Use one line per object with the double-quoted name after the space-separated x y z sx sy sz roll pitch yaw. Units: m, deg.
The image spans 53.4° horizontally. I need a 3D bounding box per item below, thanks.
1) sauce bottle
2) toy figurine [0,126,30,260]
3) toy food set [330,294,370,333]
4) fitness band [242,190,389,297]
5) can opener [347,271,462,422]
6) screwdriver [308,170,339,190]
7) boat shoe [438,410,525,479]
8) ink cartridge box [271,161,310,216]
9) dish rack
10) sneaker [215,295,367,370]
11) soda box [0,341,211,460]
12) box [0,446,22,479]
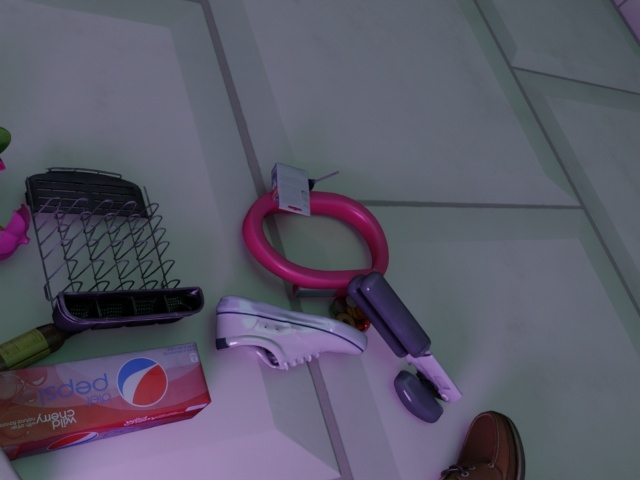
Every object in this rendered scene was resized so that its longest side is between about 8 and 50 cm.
-0.365 0.134 0.822 0.042 0.042 0.128 53 40 7 "sauce bottle"
-0.463 -0.043 0.840 0.173 0.130 0.159 -27 87 -20 "toy figurine"
0.054 0.128 1.123 0.083 0.020 0.082 2 60 -33 "toy food set"
0.000 0.000 1.137 0.291 0.054 0.209 1 54 -34 "fitness band"
0.134 0.185 1.067 0.283 0.076 0.095 52 58 -14 "can opener"
-0.005 -0.111 1.148 0.024 0.170 0.025 -3 82 -25 "screwdriver"
0.245 0.398 1.010 0.104 0.111 0.307 32 48 -14 "boat shoe"
-0.053 -0.083 1.123 0.063 0.029 0.115 14 46 -22 "ink cartridge box"
-0.302 0.002 0.911 0.208 0.074 0.271 2 58 -46 "dish rack"
-0.047 0.160 1.001 0.258 0.094 0.091 16 71 -20 "sneaker"
-0.280 0.200 0.806 0.263 0.083 0.092 -4 63 -36 "soda box"
-0.422 0.218 0.656 0.121 0.148 0.311 -30 79 -42 "box"
